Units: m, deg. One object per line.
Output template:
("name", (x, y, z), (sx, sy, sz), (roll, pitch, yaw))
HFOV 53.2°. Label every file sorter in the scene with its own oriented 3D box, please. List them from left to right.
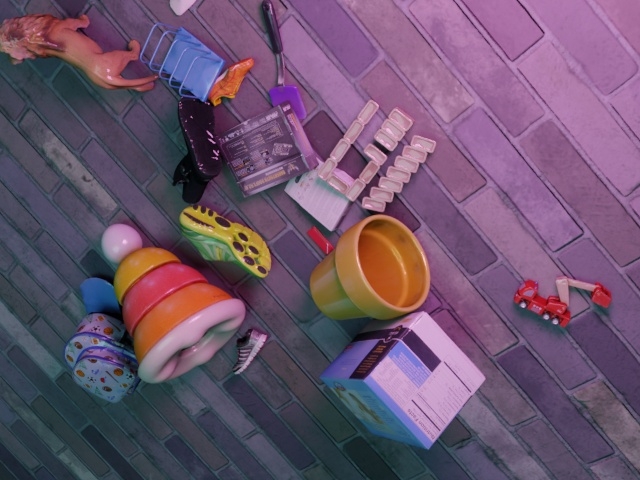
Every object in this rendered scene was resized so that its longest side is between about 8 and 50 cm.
("file sorter", (-0.348, -0.446, 1.588), (0.170, 0.104, 0.118), (41, 113, 21))

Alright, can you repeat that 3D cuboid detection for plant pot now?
("plant pot", (0.107, 0.094, 1.618), (0.239, 0.254, 0.254), (-31, 99, 44))

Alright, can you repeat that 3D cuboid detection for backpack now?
("backpack", (-0.673, 0.365, 2.022), (0.263, 0.213, 0.277), (33, 120, -8))

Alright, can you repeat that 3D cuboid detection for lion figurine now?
("lion figurine", (-0.606, -0.473, 1.630), (0.391, 0.240, 0.142), (22, 118, 10))

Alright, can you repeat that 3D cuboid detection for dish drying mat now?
("dish drying mat", (0.000, 0.000, 1.740), (0.032, 0.008, 0.083), (-39, 95, 31))

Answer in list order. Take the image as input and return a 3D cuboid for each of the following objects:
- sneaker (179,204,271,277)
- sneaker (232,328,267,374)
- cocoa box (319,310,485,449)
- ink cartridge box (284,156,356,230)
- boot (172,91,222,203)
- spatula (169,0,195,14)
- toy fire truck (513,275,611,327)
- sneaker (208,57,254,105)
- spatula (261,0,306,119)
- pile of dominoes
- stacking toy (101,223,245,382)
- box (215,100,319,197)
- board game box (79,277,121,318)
("sneaker", (-0.267, 0.009, 1.806), (0.295, 0.109, 0.123), (34, 143, 2))
("sneaker", (-0.230, 0.333, 1.942), (0.074, 0.063, 0.170), (36, 115, 2))
("cocoa box", (0.190, 0.345, 1.599), (0.231, 0.228, 0.347), (47, 160, -4))
("ink cartridge box", (0.005, -0.134, 1.673), (0.179, 0.045, 0.145), (43, 122, 20))
("boot", (-0.344, -0.240, 1.695), (0.207, 0.094, 0.247), (-33, 70, 57))
("spatula", (-0.327, -0.693, 1.560), (0.242, 0.019, 0.168), (-37, 90, 29))
("toy fire truck", (0.587, 0.136, 1.555), (0.192, 0.047, 0.135), (28, 119, 8))
("sneaker", (-0.223, -0.405, 1.623), (0.175, 0.064, 0.067), (-28, 104, 39))
("spatula", (-0.102, -0.439, 1.574), (0.084, 0.030, 0.297), (-2, 112, 24))
("pile of dominoes", (0.139, -0.202, 1.564), (0.196, 0.040, 0.251), (38, 113, 1))
("stacking toy", (-0.478, 0.139, 1.867), (0.480, 0.350, 0.351), (51, 121, 17))
("box", (-0.141, -0.233, 1.653), (0.231, 0.056, 0.183), (-19, 105, 33))
("board game box", (-0.706, 0.190, 2.074), (0.133, 0.033, 0.169), (2, 113, 18))
